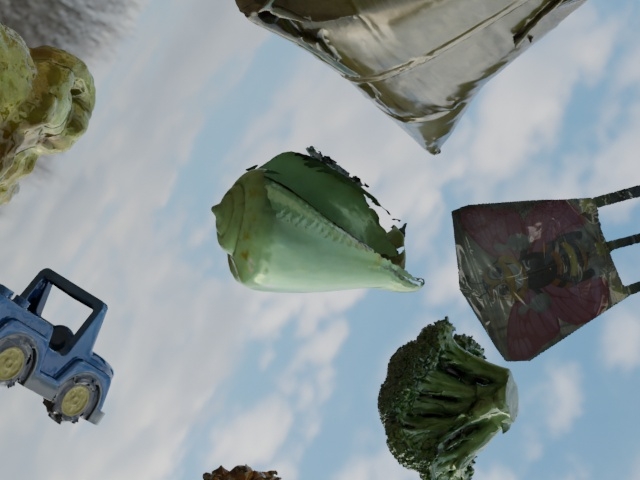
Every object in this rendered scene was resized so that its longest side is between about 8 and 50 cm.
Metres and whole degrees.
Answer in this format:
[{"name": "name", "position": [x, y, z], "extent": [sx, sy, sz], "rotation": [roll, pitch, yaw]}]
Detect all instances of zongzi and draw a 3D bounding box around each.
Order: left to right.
[{"name": "zongzi", "position": [0.191, -0.223, 1.039], "extent": [0.447, 0.418, 0.181], "rotation": [-10, -120, 28]}]

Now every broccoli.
[{"name": "broccoli", "position": [0.214, 0.274, 1.960], "extent": [0.241, 0.261, 0.269], "rotation": [-11, -137, 31]}]

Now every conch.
[{"name": "conch", "position": [-0.003, -0.019, 1.292], "extent": [0.143, 0.250, 0.137], "rotation": [63, -34, 37]}]

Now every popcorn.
[{"name": "popcorn", "position": [-0.515, -0.180, 1.681], "extent": [0.334, 0.294, 0.292], "rotation": [-25, -174, 24]}]

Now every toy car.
[{"name": "toy car", "position": [-0.231, 0.069, 0.935], "extent": [0.097, 0.191, 0.100], "rotation": [26, -102, 37]}]

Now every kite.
[{"name": "kite", "position": [0.338, 0.010, 1.458], "extent": [0.022, 0.360, 0.204], "rotation": [126, -55, -76]}]

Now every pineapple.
[{"name": "pineapple", "position": [-0.127, 0.389, 1.821], "extent": [0.116, 0.137, 0.069], "rotation": [-53, -150, 36]}]
